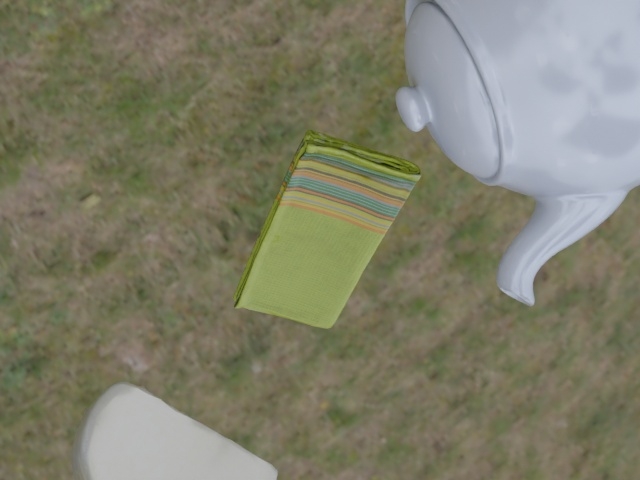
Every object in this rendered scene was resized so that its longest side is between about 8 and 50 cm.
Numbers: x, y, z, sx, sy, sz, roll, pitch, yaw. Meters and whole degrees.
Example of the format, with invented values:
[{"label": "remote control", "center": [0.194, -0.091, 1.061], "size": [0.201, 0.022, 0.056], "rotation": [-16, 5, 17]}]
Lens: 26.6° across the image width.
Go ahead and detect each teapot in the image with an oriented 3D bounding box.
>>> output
[{"label": "teapot", "center": [0.139, -0.134, 0.976], "size": [0.187, 0.256, 0.252], "rotation": [-22, 139, -9]}]

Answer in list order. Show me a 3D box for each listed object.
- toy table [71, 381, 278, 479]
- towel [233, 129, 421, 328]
[{"label": "toy table", "center": [-0.007, 0.177, 0.478], "size": [0.274, 0.252, 0.161], "rotation": [36, 64, -19]}, {"label": "towel", "center": [0.000, 0.000, 1.181], "size": [0.102, 0.021, 0.237], "rotation": [17, 138, -9]}]
